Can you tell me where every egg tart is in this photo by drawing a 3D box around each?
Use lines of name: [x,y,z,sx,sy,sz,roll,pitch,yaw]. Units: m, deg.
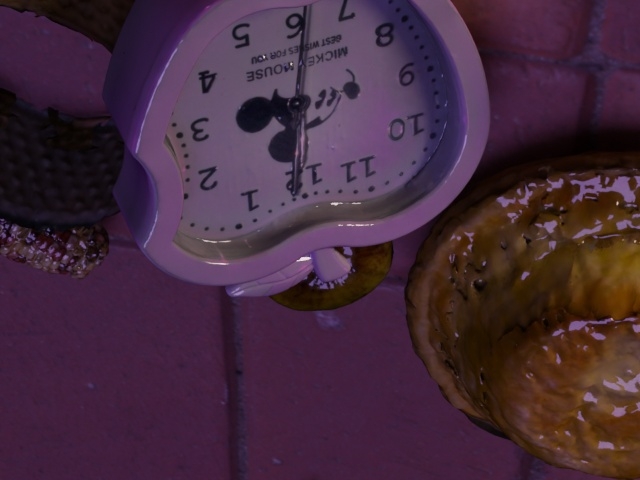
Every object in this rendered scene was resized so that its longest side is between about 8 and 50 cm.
egg tart: [0.292,0.104,1.804,0.443,0.178,0.443,7,136,7]

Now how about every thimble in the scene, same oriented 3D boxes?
thimble: [-0.252,-0.152,1.713,0.271,0.150,0.271,8,137,8]

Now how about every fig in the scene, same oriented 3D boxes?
fig: [0.000,0.005,1.826,0.136,0.121,0.153,38,133,-16]

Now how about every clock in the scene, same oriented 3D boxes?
clock: [-0.022,-0.110,1.612,0.338,0.102,0.338,-14,128,-18]

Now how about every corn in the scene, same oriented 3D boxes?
corn: [-0.347,-0.047,1.895,0.290,0.098,0.098,25,137,-15]
